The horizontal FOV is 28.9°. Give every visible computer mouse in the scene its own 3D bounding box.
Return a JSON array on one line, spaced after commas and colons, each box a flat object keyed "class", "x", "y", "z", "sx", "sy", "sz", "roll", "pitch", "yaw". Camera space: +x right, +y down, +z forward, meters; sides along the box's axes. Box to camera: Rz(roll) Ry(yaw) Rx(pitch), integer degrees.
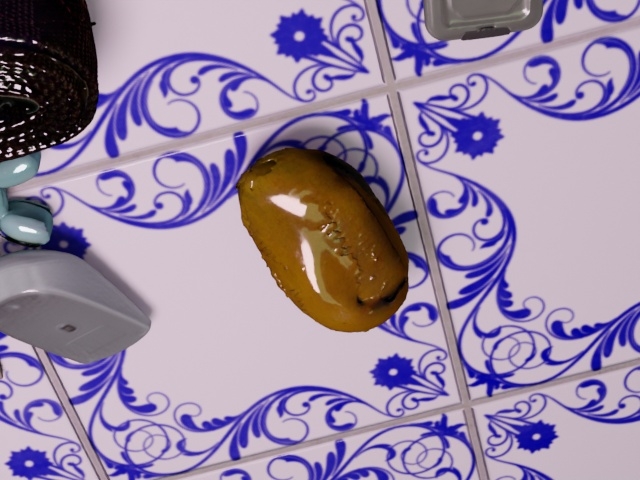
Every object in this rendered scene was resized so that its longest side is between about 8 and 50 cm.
[{"class": "computer mouse", "x": -0.305, "y": 0.073, "z": 1.462, "sx": 0.128, "sy": 0.079, "sz": 0.231, "roll": -23, "pitch": 145, "yaw": 23}]

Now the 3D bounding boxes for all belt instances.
[{"class": "belt", "x": -0.362, "y": -0.155, "z": 1.224, "sx": 0.289, "sy": 0.164, "sz": 0.184, "roll": -13, "pitch": 147, "yaw": 5}]

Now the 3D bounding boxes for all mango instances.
[{"class": "mango", "x": 0.000, "y": 0.000, "z": 1.405, "sx": 0.151, "sy": 0.156, "sz": 0.249, "roll": -7, "pitch": 134, "yaw": 45}]

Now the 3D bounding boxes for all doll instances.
[{"class": "doll", "x": -0.381, "y": -0.059, "z": 1.369, "sx": 0.158, "sy": 0.059, "sz": 0.159, "roll": -10, "pitch": 127, "yaw": -1}]

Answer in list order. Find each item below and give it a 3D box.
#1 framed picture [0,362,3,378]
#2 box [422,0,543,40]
[{"class": "framed picture", "x": -0.568, "y": 0.102, "z": 1.482, "sx": 0.324, "sy": 0.020, "sz": 0.241, "roll": -9, "pitch": 125, "yaw": -1}, {"class": "box", "x": 0.155, "y": -0.297, "z": 1.248, "sx": 0.124, "sy": 0.093, "sz": 0.172, "roll": -7, "pitch": 126, "yaw": -2}]
